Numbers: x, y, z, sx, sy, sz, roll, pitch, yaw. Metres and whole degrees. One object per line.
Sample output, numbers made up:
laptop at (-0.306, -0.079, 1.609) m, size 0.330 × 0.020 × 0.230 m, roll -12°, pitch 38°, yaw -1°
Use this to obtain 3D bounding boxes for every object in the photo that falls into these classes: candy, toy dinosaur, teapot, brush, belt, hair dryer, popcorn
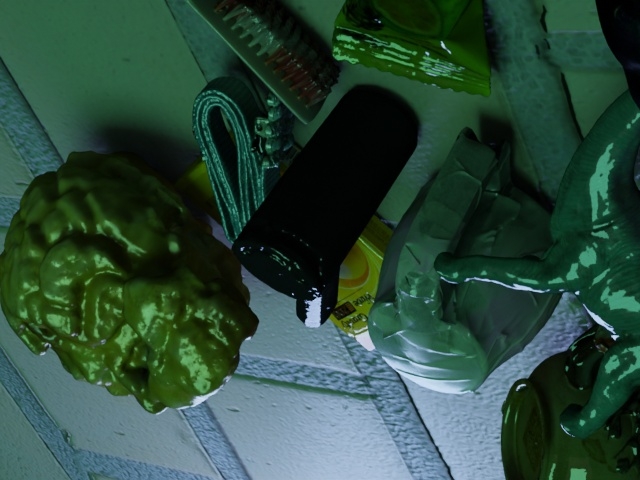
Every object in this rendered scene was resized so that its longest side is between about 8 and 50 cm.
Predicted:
candy at (0.076, -0.215, 1.407) m, size 0.149 × 0.069 × 0.246 m, roll 19°, pitch 140°, yaw 13°
toy dinosaur at (0.289, 0.022, 1.393) m, size 0.383 × 0.129 × 0.331 m, roll 43°, pitch 136°, yaw -10°
teapot at (0.277, 0.181, 1.690) m, size 0.182 × 0.173 × 0.269 m, roll 4°, pitch 125°, yaw -14°
brush at (-0.102, -0.233, 1.549) m, size 0.321 × 0.060 × 0.050 m, roll 44°, pitch 133°, yaw -16°
teapot at (0.134, 0.035, 1.578) m, size 0.163 × 0.178 × 0.221 m, roll 33°, pitch 147°, yaw 1°
belt at (-0.058, -0.067, 1.664) m, size 0.100 × 0.065 × 0.179 m, roll -2°, pitch 118°, yaw 21°
hair dryer at (0.000, 0.000, 1.639) m, size 0.089 × 0.197 × 0.251 m, roll 27°, pitch 151°, yaw 11°
popcorn at (-0.183, 0.057, 1.810) m, size 0.332 × 0.225 × 0.265 m, roll 32°, pitch 166°, yaw 40°

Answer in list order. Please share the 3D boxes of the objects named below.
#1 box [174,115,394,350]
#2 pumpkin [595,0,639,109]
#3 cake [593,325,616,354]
box at (-0.007, -0.004, 1.776) m, size 0.269 × 0.043 × 0.152 m, roll 41°, pitch 147°, yaw -10°
pumpkin at (0.335, -0.162, 1.109) m, size 0.315 × 0.238 × 0.315 m, roll 32°, pitch 138°, yaw 35°
cake at (0.363, 0.110, 1.564) m, size 0.220 × 0.086 × 0.117 m, roll 2°, pitch 134°, yaw 38°
